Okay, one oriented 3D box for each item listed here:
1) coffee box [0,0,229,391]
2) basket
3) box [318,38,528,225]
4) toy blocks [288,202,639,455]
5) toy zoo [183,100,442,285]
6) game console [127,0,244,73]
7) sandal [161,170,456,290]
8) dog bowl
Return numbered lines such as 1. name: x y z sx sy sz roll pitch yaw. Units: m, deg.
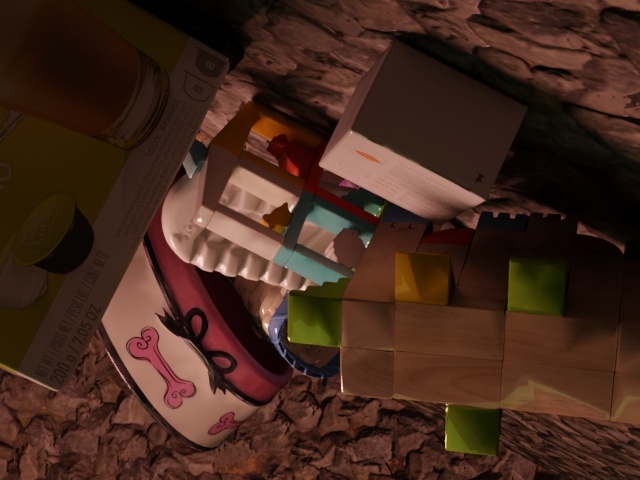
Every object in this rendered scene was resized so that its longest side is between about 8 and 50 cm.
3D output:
1. coffee box: -0.338 -0.085 1.399 0.334 0.337 0.338 29 171 -15
2. basket: 0.031 0.098 2.010 0.289 0.201 0.255 30 173 34
3. box: 0.086 -0.090 1.290 0.130 0.091 0.170 27 170 -6
4. toy blocks: 0.185 0.056 1.392 0.381 0.190 0.261 5 -157 12
5. toy zoo: -0.014 -0.041 1.548 0.293 0.192 0.030 27 131 -7
6. game console: -0.243 -0.251 1.414 0.361 0.044 0.213 29 170 -13
7. sandal: 0.009 -0.012 1.684 0.416 0.169 0.102 20 -155 -33
8. dog bowl: -0.182 0.083 2.085 0.408 0.150 0.408 57 -167 -21
